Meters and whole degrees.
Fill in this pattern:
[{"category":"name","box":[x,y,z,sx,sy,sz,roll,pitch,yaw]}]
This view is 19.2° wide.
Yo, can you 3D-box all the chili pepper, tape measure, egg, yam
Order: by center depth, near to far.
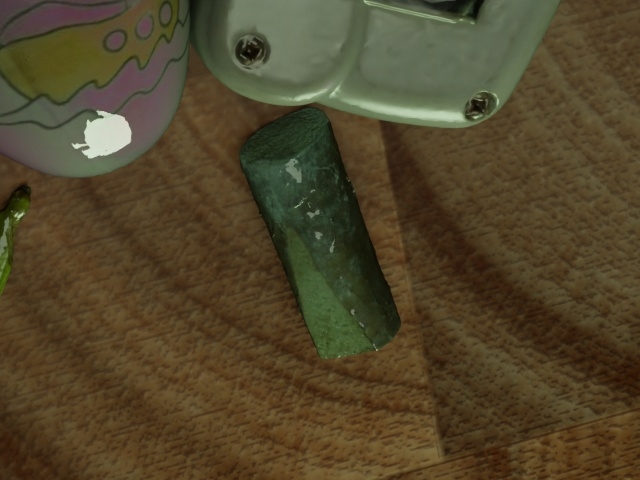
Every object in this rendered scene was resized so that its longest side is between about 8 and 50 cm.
[{"category":"egg","box":[-0.176,-0.161,1.112,0.196,0.196,0.271,-25,104,-3]},{"category":"tape measure","box":[0.035,-0.208,1.180,0.265,0.130,0.258,9,105,-16]},{"category":"chili pepper","box":[-0.233,0.063,1.267,0.049,0.043,0.208,10,107,-2]},{"category":"yam","box":[0.000,0.000,1.281,0.068,0.068,0.169,-22,112,-4]}]
